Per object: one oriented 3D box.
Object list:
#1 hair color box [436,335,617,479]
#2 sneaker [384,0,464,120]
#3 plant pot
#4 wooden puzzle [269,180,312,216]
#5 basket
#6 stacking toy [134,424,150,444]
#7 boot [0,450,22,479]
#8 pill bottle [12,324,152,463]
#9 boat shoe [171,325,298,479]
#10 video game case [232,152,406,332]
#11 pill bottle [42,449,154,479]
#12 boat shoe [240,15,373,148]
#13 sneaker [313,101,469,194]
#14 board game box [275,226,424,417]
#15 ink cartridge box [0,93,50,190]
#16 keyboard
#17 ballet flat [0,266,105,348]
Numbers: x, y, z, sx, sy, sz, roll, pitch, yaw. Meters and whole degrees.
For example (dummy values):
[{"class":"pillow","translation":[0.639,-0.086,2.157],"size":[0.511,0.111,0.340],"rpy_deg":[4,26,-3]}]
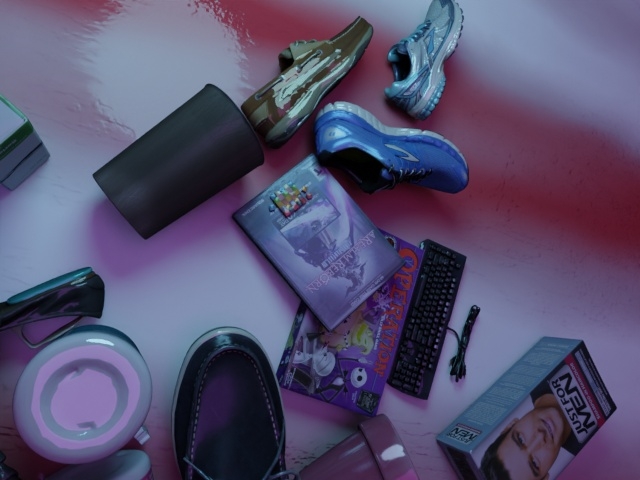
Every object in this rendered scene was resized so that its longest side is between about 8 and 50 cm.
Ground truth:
[{"class":"hair color box","translation":[0.444,0.388,1.055],"size":[0.374,0.113,0.186],"rpy_deg":[-32,97,-22]},{"class":"sneaker","translation":[0.213,-0.405,1.051],"size":[0.122,0.110,0.283],"rpy_deg":[19,77,-17]},{"class":"plant pot","translation":[0.067,0.428,0.856],"size":[0.180,0.201,0.202],"rpy_deg":[-20,92,-8]},{"class":"wooden puzzle","translation":[-0.057,-0.076,0.903],"size":[0.083,0.006,0.049],"rpy_deg":[-39,87,-15]},{"class":"basket","translation":[-0.227,-0.119,0.794],"size":[0.226,0.204,0.154],"rpy_deg":[-39,103,-13]},{"class":"stacking toy","translation":[-0.188,0.316,0.824],"size":[0.167,0.052,0.221],"rpy_deg":[-40,101,-22]},{"class":"boot","translation":[-0.417,0.253,0.608],"size":[0.222,0.118,0.338],"rpy_deg":[35,110,9]},{"class":"pill bottle","translation":[-0.311,0.189,0.669],"size":[0.146,0.264,0.147],"rpy_deg":[2,84,-22]},{"class":"boat shoe","translation":[-0.122,0.382,0.741],"size":[0.186,0.156,0.501],"rpy_deg":[2,83,-24]},{"class":"video game case","translation":[0.000,0.000,0.914],"size":[0.196,0.026,0.274],"rpy_deg":[-40,87,-15]},{"class":"pill bottle","translation":[-0.298,0.465,0.700],"size":[0.160,0.160,0.284],"rpy_deg":[-10,89,-24]},{"class":"boat shoe","translation":[-0.023,-0.320,0.933],"size":[0.120,0.122,0.324],"rpy_deg":[41,69,-11]},{"class":"sneaker","translation":[0.135,-0.141,0.962],"size":[0.329,0.130,0.147],"rpy_deg":[14,60,-13]},{"class":"board game box","translation":[0.063,0.139,0.957],"size":[0.208,0.056,0.347],"rpy_deg":[25,75,-23]},{"class":"ink cartridge box","translation":[-0.469,-0.161,0.673],"size":[0.153,0.208,0.087],"rpy_deg":[43,73,-12]},{"class":"keyboard","translation":[0.252,0.175,1.042],"size":[0.201,0.033,0.318],"rpy_deg":[24,76,-19]},{"class":"ballet flat","translation":[-0.452,0.121,0.713],"size":[0.280,0.095,0.096],"rpy_deg":[-16,103,-24]}]
